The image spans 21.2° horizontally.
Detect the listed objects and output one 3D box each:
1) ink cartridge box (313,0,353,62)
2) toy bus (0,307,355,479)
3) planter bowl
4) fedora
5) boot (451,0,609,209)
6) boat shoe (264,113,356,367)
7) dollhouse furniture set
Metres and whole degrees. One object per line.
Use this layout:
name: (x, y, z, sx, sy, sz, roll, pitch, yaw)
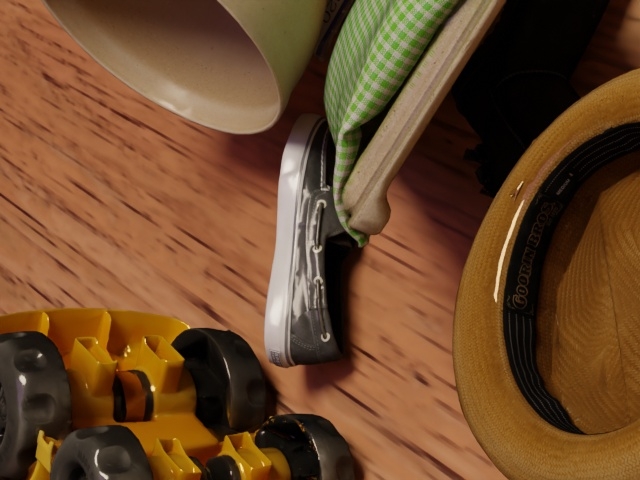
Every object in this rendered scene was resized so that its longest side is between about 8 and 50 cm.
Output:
ink cartridge box: (0.017, -0.236, 0.979, 0.223, 0.045, 0.224, -58, 41, 17)
toy bus: (-0.101, 0.163, 0.888, 0.220, 0.149, 0.211, 36, 116, 48)
planter bowl: (-0.060, -0.148, 0.896, 0.162, 0.162, 0.109, 5, 54, 51)
fedora: (0.139, 0.024, 0.693, 0.194, 0.079, 0.194, -31, 46, 39)
boot: (0.111, -0.069, 0.795, 0.121, 0.045, 0.099, -53, 39, 31)
boat shoe: (0.000, 0.000, 0.906, 0.040, 0.049, 0.142, 1, 71, 16)
dollhouse furniture set: (0.038, -0.180, 0.781, 0.301, 0.151, 0.197, -58, 6, 17)
